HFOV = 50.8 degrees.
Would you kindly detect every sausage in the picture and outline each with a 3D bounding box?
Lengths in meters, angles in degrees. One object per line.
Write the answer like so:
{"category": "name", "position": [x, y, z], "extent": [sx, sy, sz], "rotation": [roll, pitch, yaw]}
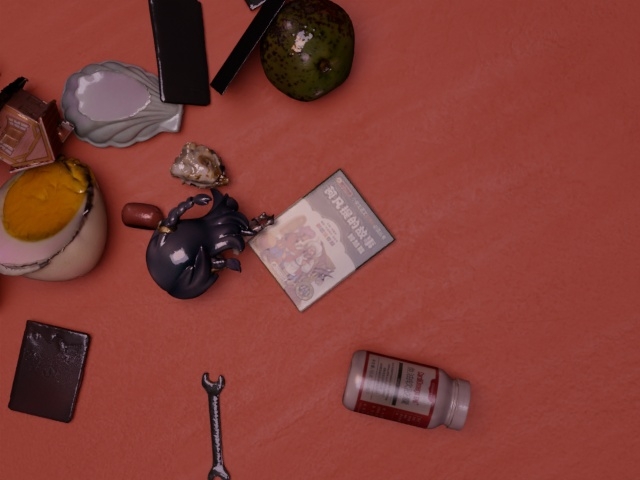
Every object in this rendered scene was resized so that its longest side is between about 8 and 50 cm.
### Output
{"category": "sausage", "position": [-0.394, -0.055, 1.485], "extent": [0.094, 0.059, 0.054], "rotation": [7, 76, 8]}

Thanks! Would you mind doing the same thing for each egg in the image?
{"category": "egg", "position": [-0.568, -0.033, 1.447], "extent": [0.265, 0.174, 0.286], "rotation": [-28, 60, 3]}

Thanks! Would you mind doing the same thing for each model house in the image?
{"category": "model house", "position": [-0.632, -0.206, 1.415], "extent": [0.154, 0.294, 0.207], "rotation": [31, 102, -22]}

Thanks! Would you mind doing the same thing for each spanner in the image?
{"category": "spanner", "position": [-0.231, 0.417, 1.486], "extent": [0.054, 0.015, 0.254], "rotation": [-4, 88, 3]}

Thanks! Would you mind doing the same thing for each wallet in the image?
{"category": "wallet", "position": [-0.306, -0.417, 1.468], "extent": [0.124, 0.025, 0.244], "rotation": [-4, 88, -41]}

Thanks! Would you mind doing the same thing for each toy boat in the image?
{"category": "toy boat", "position": [-0.448, -0.304, 1.475], "extent": [0.291, 0.100, 0.199], "rotation": [5, 89, 5]}

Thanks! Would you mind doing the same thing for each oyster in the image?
{"category": "oyster", "position": [-0.259, -0.152, 1.480], "extent": [0.148, 0.051, 0.103], "rotation": [36, 87, 31]}

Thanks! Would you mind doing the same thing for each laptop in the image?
{"category": "laptop", "position": [-0.605, 0.292, 1.506], "extent": [0.154, 0.026, 0.207], "rotation": [12, 90, 1]}

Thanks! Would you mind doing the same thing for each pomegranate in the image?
{"category": "pomegranate", "position": [-0.038, -0.421, 1.420], "extent": [0.214, 0.214, 0.247], "rotation": [-33, 54, 2]}

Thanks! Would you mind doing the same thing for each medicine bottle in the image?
{"category": "medicine bottle", "position": [0.178, 0.316, 1.409], "extent": [0.250, 0.131, 0.131], "rotation": [13, 89, 4]}

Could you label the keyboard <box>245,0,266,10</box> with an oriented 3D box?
{"category": "keyboard", "position": [-0.191, -0.669, 1.505], "extent": [0.106, 0.027, 0.316], "rotation": [-30, 87, 5]}

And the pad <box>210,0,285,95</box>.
{"category": "pad", "position": [-0.135, -0.438, 1.405], "extent": [0.005, 0.202, 0.299], "rotation": [32, 97, -24]}

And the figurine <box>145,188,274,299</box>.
{"category": "figurine", "position": [-0.245, 0.003, 1.425], "extent": [0.197, 0.175, 0.265], "rotation": [35, 83, -5]}

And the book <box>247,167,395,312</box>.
{"category": "book", "position": [0.000, 0.000, 1.478], "extent": [0.264, 0.027, 0.202], "rotation": [-37, 86, 2]}
